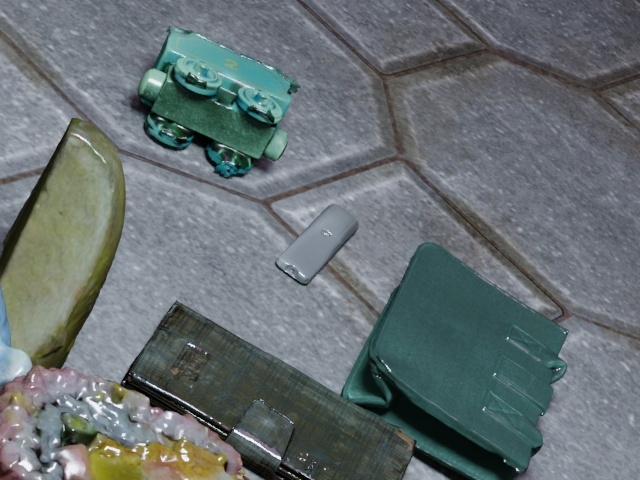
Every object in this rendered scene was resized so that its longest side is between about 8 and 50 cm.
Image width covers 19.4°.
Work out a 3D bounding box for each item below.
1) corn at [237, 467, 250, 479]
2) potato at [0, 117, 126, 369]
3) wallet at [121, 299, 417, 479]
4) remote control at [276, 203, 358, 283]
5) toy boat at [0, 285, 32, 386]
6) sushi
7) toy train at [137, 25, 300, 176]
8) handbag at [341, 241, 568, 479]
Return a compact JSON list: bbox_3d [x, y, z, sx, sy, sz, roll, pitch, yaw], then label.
[{"bbox_3d":[-0.063,0.328,1.779,0.098,0.098,0.290,9,35,-33],"label":"corn"},{"bbox_3d":[-0.257,0.002,1.904,0.112,0.255,0.269,24,32,-12],"label":"potato"},{"bbox_3d":[-0.051,0.187,2.034,0.317,0.044,0.169,32,33,-1],"label":"wallet"},{"bbox_3d":[0.000,0.000,2.354,0.050,0.027,0.184,35,32,5],"label":"remote control"},{"bbox_3d":[-0.346,0.050,1.699,0.123,0.330,0.215,-2,39,8],"label":"toy boat"},{"bbox_3d":[-0.203,0.241,1.707,0.270,0.171,0.236,20,32,-23],"label":"sushi"},{"bbox_3d":[-0.134,-0.180,2.411,0.203,0.112,0.163,26,26,-13],"label":"toy train"},{"bbox_3d":[0.169,0.151,2.240,0.238,0.089,0.326,33,30,-1],"label":"handbag"}]
